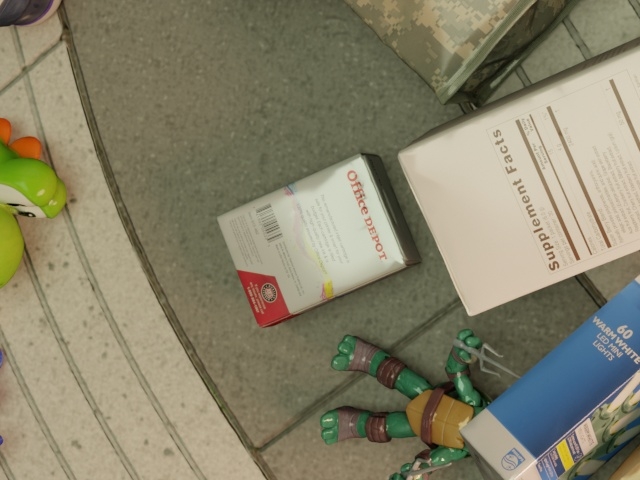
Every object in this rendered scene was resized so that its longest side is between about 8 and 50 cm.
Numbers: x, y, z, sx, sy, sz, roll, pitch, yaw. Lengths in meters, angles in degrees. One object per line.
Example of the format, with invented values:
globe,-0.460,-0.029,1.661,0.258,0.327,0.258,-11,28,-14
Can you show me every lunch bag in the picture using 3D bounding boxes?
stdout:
lunch bag,0.157,-0.312,1.634,0.235,0.169,0.287,47,109,12

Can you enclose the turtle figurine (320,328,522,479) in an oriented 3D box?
turtle figurine,0.113,0.177,1.679,0.234,0.118,0.175,13,77,38

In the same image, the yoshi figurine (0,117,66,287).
yoshi figurine,-0.465,-0.033,1.840,0.362,0.203,0.203,6,108,15

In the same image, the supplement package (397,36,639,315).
supplement package,0.251,-0.074,1.593,0.293,0.177,0.175,-23,95,18

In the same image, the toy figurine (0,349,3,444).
toy figurine,-0.466,0.169,1.891,0.217,0.191,0.362,-34,72,-15

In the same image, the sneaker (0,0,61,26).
sneaker,-0.445,-0.337,1.790,0.323,0.236,0.130,33,101,14

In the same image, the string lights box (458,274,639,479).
string lights box,0.261,0.142,1.579,0.260,0.133,0.077,-40,59,-6

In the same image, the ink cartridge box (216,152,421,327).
ink cartridge box,0.000,0.000,1.740,0.175,0.072,0.127,-23,84,17

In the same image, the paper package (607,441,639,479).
paper package,0.476,0.237,1.544,0.325,0.168,0.309,-44,77,15
